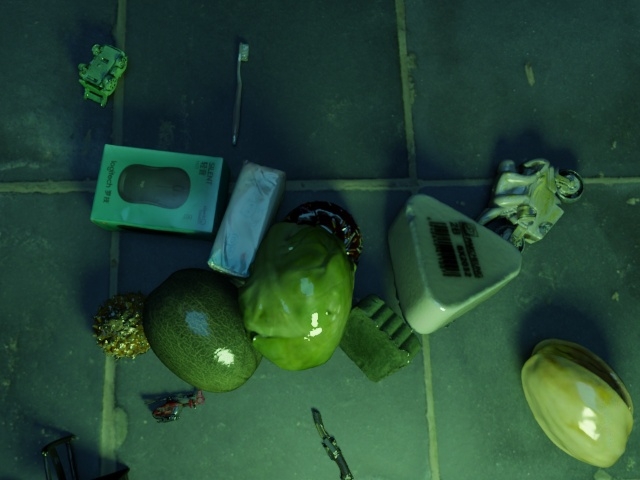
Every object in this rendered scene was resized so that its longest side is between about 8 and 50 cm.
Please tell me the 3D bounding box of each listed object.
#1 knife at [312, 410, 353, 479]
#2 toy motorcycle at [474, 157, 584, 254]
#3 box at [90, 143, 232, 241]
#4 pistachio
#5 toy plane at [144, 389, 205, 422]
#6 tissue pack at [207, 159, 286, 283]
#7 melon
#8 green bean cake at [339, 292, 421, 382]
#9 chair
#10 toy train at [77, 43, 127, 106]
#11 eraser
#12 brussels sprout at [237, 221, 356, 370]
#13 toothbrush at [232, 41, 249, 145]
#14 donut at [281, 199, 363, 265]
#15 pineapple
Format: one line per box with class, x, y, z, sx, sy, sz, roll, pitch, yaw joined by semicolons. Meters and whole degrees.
knife;0.035;0.522;1.266;0.045;0.021;0.222;-20;82;-5
toy motorcycle;0.540;-0.111;1.385;0.340;0.108;0.223;-43;85;-12
box;-0.398;-0.117;1.309;0.311;0.118;0.205;7;80;-3
pistachio;0.622;0.392;1.246;0.229;0.230;0.309;-33;79;-10
toy plane;-0.351;0.404;1.252;0.145;0.037;0.060;-13;70;-3
tissue pack;-0.177;-0.036;1.267;0.124;0.201;0.271;20;78;-5
melon;-0.263;0.208;1.195;0.237;0.237;0.302;-42;97;-11
green bean cake;0.132;0.233;1.244;0.183;0.185;0.094;48;56;7
chair;-0.512;0.564;1.154;0.141;0.154;0.260;-15;83;-8
toy train;-0.581;-0.446;1.383;0.099;0.081;0.149;24;73;1
eraser;0.293;0.034;1.280;0.330;0.150;0.332;9;52;-12
brussels sprout;-0.047;0.122;1.127;0.246;0.328;0.329;3;79;2
toothbrush;-0.222;-0.407;1.426;0.029;0.025;0.308;5;78;-11
donut;0.000;0.000;1.332;0.234;0.089;0.235;1;77;-3
pineapple;-0.468;0.198;1.231;0.175;0.137;0.162;-31;83;-9
